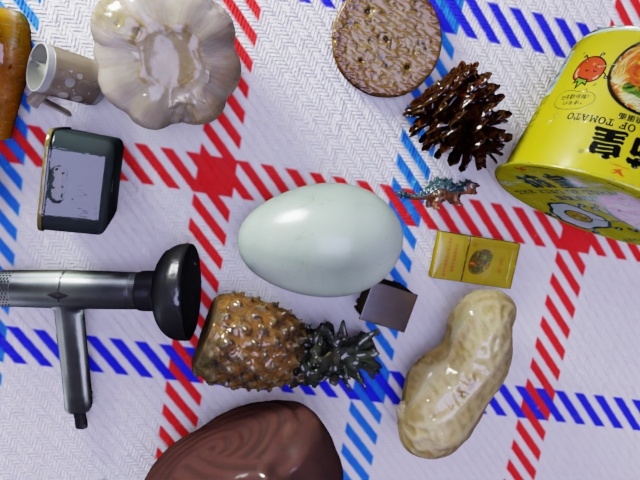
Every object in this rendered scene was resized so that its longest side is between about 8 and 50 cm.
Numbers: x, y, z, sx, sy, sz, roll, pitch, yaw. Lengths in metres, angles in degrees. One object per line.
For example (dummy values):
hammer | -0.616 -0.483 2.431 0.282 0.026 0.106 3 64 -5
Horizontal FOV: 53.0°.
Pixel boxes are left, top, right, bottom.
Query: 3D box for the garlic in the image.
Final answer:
garlic | -0.228 -0.279 0.956 0.227 0.152 0.228 -7 107 -24

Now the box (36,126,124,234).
box | -0.349 -0.090 0.949 0.090 0.201 0.145 7 98 -13

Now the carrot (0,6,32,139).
carrot | -0.480 -0.248 0.960 0.087 0.087 0.193 8 98 -10

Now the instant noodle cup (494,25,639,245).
instant noodle cup | 0.475 -0.162 1.015 0.325 0.325 0.254 24 86 -12

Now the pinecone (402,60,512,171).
pinecone | 0.233 -0.188 1.035 0.163 0.163 0.165 -42 101 1

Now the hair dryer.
hair dryer | -0.342 0.152 1.066 0.320 0.156 0.284 -7 122 6

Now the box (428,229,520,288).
box | 0.277 0.035 1.153 0.155 0.023 0.087 9 96 -10

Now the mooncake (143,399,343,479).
mooncake | -0.142 0.397 1.014 0.325 0.334 0.174 -15 104 35

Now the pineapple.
pineapple | -0.035 0.191 1.075 0.340 0.169 0.169 16 97 -18

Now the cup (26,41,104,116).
cup | -0.382 -0.233 0.965 0.099 0.074 0.102 8 110 -47

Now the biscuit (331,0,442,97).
biscuit | 0.109 -0.331 1.060 0.187 0.027 0.188 -1 101 -7

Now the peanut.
peanut | 0.240 0.232 1.126 0.153 0.140 0.325 25 94 5

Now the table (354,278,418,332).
table | 0.108 0.104 1.109 0.083 0.082 0.070 18 97 -11

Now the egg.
egg | 0.000 0.000 1.024 0.264 0.183 0.183 -3 100 -2

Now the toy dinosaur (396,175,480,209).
toy dinosaur | 0.205 -0.082 1.107 0.154 0.049 0.055 -5 103 -13
